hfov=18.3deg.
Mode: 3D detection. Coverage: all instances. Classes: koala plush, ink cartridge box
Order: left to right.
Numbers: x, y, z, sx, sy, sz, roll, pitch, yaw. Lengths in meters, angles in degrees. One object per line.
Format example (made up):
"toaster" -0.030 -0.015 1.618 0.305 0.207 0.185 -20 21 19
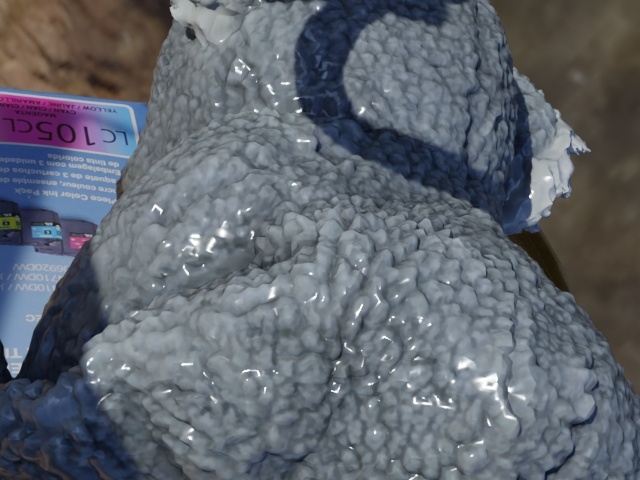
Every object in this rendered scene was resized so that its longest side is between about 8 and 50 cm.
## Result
"ink cartridge box" -0.152 0.133 1.033 0.151 0.395 0.270 2 126 -16
"koala plush" 0.000 0.000 0.539 0.203 0.221 0.196 -22 132 37

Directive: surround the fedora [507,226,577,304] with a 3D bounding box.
"fedora" 0.037 0.043 0.737 0.194 0.079 0.194 6 76 -23
